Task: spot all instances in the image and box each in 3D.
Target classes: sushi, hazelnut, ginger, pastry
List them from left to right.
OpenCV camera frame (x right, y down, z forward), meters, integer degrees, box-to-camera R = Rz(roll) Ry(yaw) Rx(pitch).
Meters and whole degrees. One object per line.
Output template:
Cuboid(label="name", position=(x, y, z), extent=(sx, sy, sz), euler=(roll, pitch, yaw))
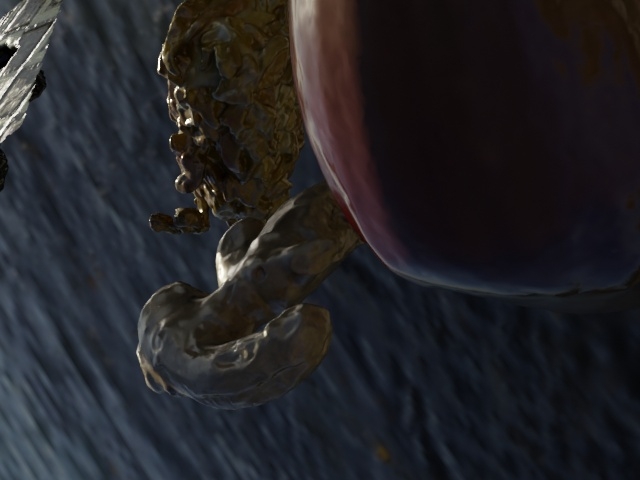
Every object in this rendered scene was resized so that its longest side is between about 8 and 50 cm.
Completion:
Cuboid(label="sushi", position=(-0.237, -0.058, 1.004), extent=(0.047, 0.231, 0.219), euler=(43, -153, -26))
Cuboid(label="pastry", position=(-0.067, -0.088, 1.197), extent=(0.102, 0.154, 0.250), euler=(13, 141, 8))
Cuboid(label="ginger", position=(-0.014, 0.004, 0.837), extent=(0.149, 0.258, 0.065), euler=(-13, 115, 33))
Cuboid(label="hazelnut", position=(0.094, -0.080, 0.478), extent=(0.186, 0.210, 0.210), euler=(47, 155, 25))
